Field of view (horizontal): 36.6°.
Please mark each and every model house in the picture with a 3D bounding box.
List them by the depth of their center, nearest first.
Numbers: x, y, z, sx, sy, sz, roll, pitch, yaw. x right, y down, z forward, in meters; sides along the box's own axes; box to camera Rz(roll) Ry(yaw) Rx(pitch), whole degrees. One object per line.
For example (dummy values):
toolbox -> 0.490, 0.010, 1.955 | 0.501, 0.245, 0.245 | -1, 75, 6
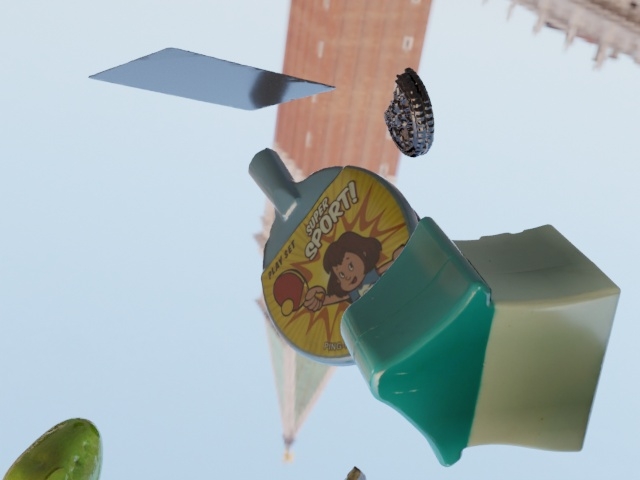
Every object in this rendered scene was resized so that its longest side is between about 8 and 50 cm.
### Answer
model house -> 0.089, 0.061, 0.600 | 0.149, 0.127, 0.100 | -1, -156, -16

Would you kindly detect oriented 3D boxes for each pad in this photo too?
pad -> -0.105, -0.159, 0.974 | 0.211, 0.003, 0.143 | 6, 172, -45

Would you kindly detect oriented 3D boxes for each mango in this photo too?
mango -> -0.197, 0.179, 0.716 | 0.056, 0.073, 0.108 | 3, -133, 29

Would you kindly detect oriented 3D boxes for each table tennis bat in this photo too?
table tennis bat -> 0.000, 0.000, 1.101 | 0.044, 0.215, 0.329 | 20, -155, -44

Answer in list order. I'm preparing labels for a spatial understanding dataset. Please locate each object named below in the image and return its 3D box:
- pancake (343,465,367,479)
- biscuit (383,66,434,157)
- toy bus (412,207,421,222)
pancake -> -0.013, 0.367, 1.133 | 0.029, 0.211, 0.235 | 24, -154, 29
biscuit -> 0.086, -0.124, 0.948 | 0.027, 0.089, 0.087 | -18, -166, -15
toy bus -> 0.118, 0.058, 1.352 | 0.096, 0.198, 0.108 | -19, -153, -7
